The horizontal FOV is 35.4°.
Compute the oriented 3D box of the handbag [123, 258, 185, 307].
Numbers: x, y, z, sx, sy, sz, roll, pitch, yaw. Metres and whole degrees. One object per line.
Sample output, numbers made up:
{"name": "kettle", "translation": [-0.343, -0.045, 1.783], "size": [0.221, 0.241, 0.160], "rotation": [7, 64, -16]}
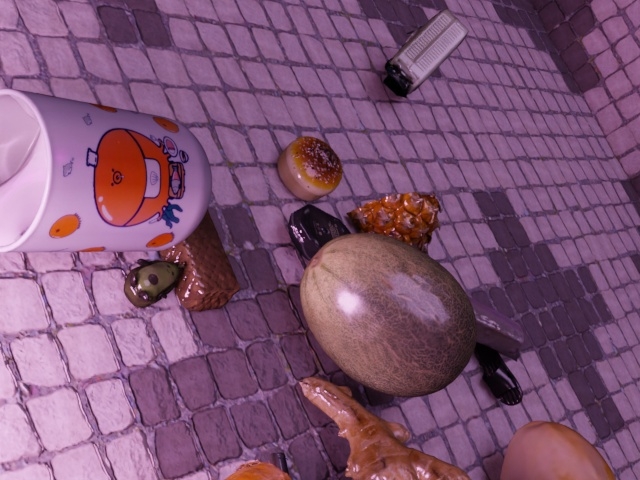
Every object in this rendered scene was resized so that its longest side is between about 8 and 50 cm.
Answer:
{"name": "handbag", "translation": [-0.251, 0.058, 1.511], "size": [0.072, 0.047, 0.111], "rotation": [57, 36, 0]}

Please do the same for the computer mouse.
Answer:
{"name": "computer mouse", "translation": [0.000, 0.000, 1.855], "size": [0.192, 0.062, 0.105], "rotation": [21, 46, -48]}

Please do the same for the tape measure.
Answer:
{"name": "tape measure", "translation": [0.225, -0.433, 2.392], "size": [0.115, 0.207, 0.235], "rotation": [45, 74, -4]}

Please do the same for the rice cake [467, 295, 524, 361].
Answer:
{"name": "rice cake", "translation": [0.256, 0.128, 2.014], "size": [0.399, 0.064, 0.070], "rotation": [29, 31, -20]}

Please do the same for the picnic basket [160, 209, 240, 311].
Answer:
{"name": "picnic basket", "translation": [-0.200, 0.017, 1.604], "size": [0.110, 0.055, 0.193], "rotation": [-3, 67, -52]}

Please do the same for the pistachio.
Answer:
{"name": "pistachio", "translation": [0.436, 0.489, 1.858], "size": [0.230, 0.230, 0.308], "rotation": [29, 38, -34]}

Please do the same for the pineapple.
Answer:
{"name": "pineapple", "translation": [0.188, -0.013, 2.034], "size": [0.250, 0.140, 0.164], "rotation": [18, 51, -46]}

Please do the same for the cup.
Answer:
{"name": "cup", "translation": [-0.316, -0.088, 1.412], "size": [0.317, 0.212, 0.212], "rotation": [1, 61, -52]}

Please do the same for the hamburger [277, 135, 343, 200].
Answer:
{"name": "hamburger", "translation": [-0.015, -0.143, 1.936], "size": [0.126, 0.081, 0.141], "rotation": [57, 35, 3]}

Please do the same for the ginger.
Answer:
{"name": "ginger", "translation": [0.089, 0.325, 1.585], "size": [0.148, 0.081, 0.334], "rotation": [-31, 49, -22]}

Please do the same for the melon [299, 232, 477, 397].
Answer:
{"name": "melon", "translation": [0.115, 0.128, 1.727], "size": [0.329, 0.248, 0.248], "rotation": [38, 37, -10]}

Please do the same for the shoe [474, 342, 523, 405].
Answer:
{"name": "shoe", "translation": [0.354, 0.271, 2.064], "size": [0.053, 0.062, 0.159], "rotation": [3, 53, -47]}

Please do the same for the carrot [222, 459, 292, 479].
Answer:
{"name": "carrot", "translation": [-0.116, 0.406, 1.278], "size": [0.196, 0.196, 0.254], "rotation": [60, 30, 6]}

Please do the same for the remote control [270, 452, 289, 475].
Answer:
{"name": "remote control", "translation": [-0.055, 0.365, 1.523], "size": [0.034, 0.016, 0.091], "rotation": [13, 52, -39]}
